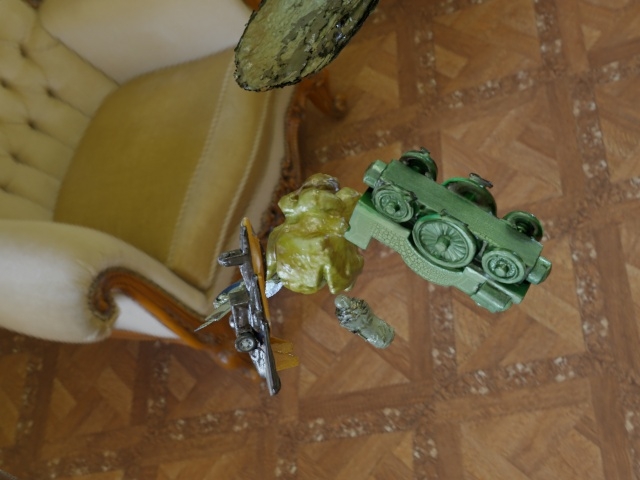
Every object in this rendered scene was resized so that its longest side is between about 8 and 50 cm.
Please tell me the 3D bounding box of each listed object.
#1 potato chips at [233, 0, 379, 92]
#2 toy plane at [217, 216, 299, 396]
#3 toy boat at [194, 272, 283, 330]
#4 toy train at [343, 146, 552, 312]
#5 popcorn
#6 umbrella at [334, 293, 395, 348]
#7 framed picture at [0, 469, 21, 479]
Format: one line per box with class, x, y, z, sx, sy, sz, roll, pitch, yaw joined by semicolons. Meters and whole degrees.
potato chips;-0.006;-0.226;0.850;0.202;0.029;0.220;-57;33;-6
toy plane;-0.125;0.107;1.571;0.102;0.316;0.204;-19;29;-6
toy boat;-0.205;0.156;2.113;0.220;0.067;0.291;-22;13;29
toy train;0.110;-0.003;0.765;0.178;0.105;0.071;31;51;8
popcorn;-0.003;-0.005;1.981;0.276;0.225;0.277;-171;90;-72
umbrella;0.076;0.144;1.585;0.067;0.143;0.062;-21;37;39
framed picture;-0.200;0.259;0.692;0.020;0.289;0.211;-41;76;-19
